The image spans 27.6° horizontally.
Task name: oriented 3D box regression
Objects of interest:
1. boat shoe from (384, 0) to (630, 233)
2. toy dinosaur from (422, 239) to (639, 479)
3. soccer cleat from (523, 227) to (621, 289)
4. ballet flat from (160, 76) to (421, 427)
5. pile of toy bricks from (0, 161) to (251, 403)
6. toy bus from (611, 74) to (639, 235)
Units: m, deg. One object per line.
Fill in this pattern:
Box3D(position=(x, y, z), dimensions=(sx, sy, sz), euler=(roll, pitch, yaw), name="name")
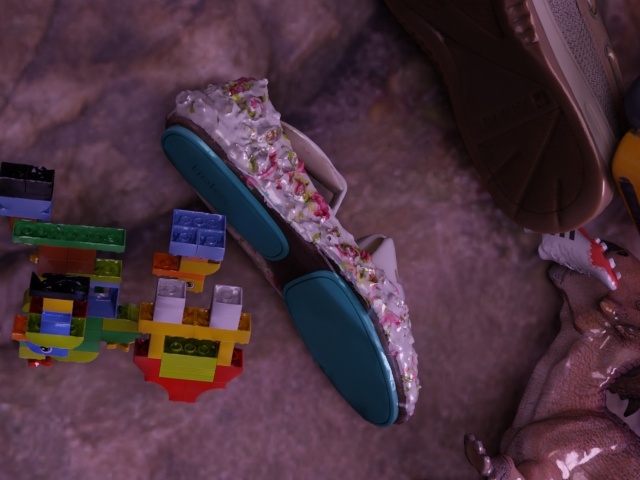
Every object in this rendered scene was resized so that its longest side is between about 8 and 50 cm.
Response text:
Box3D(position=(0.112, -0.156, 0.798), dimensions=(0.098, 0.109, 0.302), euler=(-31, 98, -48), name="boat shoe")
Box3D(position=(0.180, 0.164, 0.806), dimensions=(0.200, 0.127, 0.296), euler=(-17, 100, -16), name="toy dinosaur")
Box3D(position=(0.157, 0.007, 0.820), dimensions=(0.035, 0.083, 0.029), euler=(-34, 139, 3), name="soccer cleat")
Box3D(position=(0.000, 0.000, 0.787), dimensions=(0.077, 0.091, 0.241), euler=(-42, 103, -31), name="ballet flat")
Box3D(position=(-0.150, 0.035, 0.756), dimensions=(0.212, 0.118, 0.105), euler=(7, 128, -9), name="pile of toy bricks")
Box3D(position=(0.304, -0.139, 0.784), dimensions=(0.130, 0.108, 0.333), euler=(24, 77, 31), name="toy bus")
